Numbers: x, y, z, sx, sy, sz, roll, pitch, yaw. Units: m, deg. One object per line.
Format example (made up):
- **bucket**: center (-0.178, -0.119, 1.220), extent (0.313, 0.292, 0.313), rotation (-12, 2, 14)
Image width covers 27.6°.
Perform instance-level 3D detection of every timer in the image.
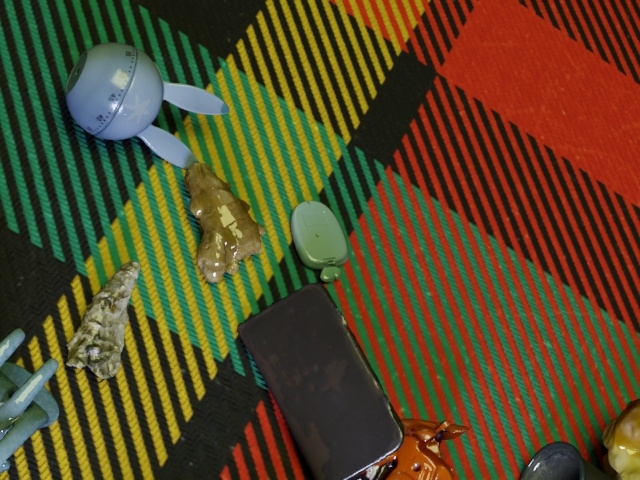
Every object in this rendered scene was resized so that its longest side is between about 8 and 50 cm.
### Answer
- **timer**: center (-0.302, -0.230, 2.140), extent (0.255, 0.175, 0.175), rotation (19, 53, -48)

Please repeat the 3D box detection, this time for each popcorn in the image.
- **popcorn**: center (0.611, 0.392, 2.128), extent (0.225, 0.265, 0.332), rotation (44, 23, -43)

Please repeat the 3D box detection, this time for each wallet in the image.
- **wallet**: center (0.002, 0.223, 2.026), extent (0.165, 0.042, 0.309), rotation (-31, 69, 4)

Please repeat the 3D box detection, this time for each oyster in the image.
- **oyster**: center (-0.328, 0.117, 1.974), extent (0.106, 0.061, 0.200), rotation (8, 61, -20)

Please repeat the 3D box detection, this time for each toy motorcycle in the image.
- **toy motorcycle**: center (0.180, 0.404, 2.016), extent (0.221, 0.148, 0.326), rotation (-35, 79, -12)

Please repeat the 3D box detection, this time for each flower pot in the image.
- **flower pot**: center (0.405, 0.418, 2.105), extent (0.107, 0.157, 0.157), rotation (29, 55, -23)

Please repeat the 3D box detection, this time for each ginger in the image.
- **ginger**: center (-0.156, -0.036, 2.124), extent (0.115, 0.081, 0.205), rotation (-14, 76, 4)

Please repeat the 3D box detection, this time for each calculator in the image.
- **calculator**: center (0.000, 0.000, 2.211), extent (0.095, 0.021, 0.153), rotation (-7, 64, -27)

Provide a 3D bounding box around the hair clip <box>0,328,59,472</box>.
- **hair clip**: center (-0.518, 0.190, 1.745), extent (0.318, 0.238, 0.392), rotation (43, 54, -1)
